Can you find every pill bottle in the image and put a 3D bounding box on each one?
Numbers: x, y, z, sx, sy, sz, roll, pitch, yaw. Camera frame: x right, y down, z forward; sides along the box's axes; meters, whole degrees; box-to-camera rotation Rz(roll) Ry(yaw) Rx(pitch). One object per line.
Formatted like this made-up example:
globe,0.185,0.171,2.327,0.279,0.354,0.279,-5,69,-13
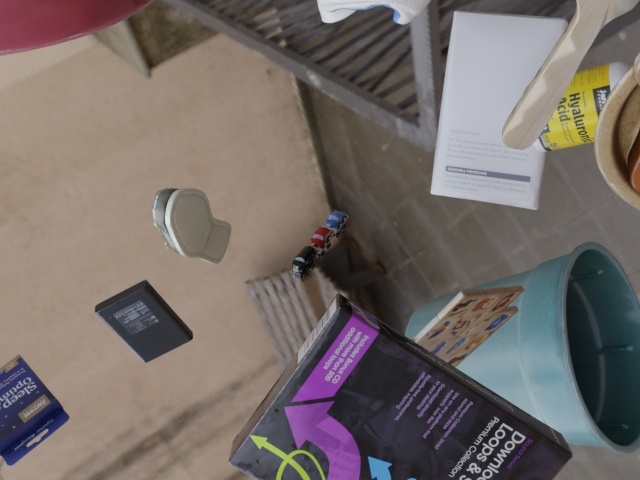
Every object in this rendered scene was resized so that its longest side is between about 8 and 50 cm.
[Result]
pill bottle,0.244,-0.121,0.697,0.116,0.065,0.065,-11,117,30

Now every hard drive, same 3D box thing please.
hard drive,-0.276,0.131,1.243,0.135,0.094,0.022,57,-170,-36

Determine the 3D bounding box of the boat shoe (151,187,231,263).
boat shoe,-0.237,-0.027,1.362,0.091,0.109,0.305,18,171,11

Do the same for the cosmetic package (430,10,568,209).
cosmetic package,0.233,-0.176,1.033,0.224,0.138,0.225,-39,-43,-72

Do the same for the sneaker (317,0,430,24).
sneaker,-0.014,-0.341,0.789,0.322,0.130,0.236,25,128,14

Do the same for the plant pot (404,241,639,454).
plant pot,0.349,0.201,1.373,0.334,0.341,0.341,-16,109,41

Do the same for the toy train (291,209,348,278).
toy train,0.000,0.000,1.131,0.027,0.158,0.036,13,127,22

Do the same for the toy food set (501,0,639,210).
toy food set,0.183,-0.046,0.334,0.132,0.192,0.038,111,172,-48

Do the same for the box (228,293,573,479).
box,0.045,0.121,0.454,0.162,0.116,0.029,32,-167,-9

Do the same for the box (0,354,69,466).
box,-0.579,0.315,1.488,0.225,0.136,0.036,29,149,43

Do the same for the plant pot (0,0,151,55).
plant pot,-0.183,-0.208,0.374,0.201,0.201,0.180,45,146,42

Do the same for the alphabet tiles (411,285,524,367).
alphabet tiles,0.114,0.128,0.864,0.237,0.198,0.009,-51,58,31
